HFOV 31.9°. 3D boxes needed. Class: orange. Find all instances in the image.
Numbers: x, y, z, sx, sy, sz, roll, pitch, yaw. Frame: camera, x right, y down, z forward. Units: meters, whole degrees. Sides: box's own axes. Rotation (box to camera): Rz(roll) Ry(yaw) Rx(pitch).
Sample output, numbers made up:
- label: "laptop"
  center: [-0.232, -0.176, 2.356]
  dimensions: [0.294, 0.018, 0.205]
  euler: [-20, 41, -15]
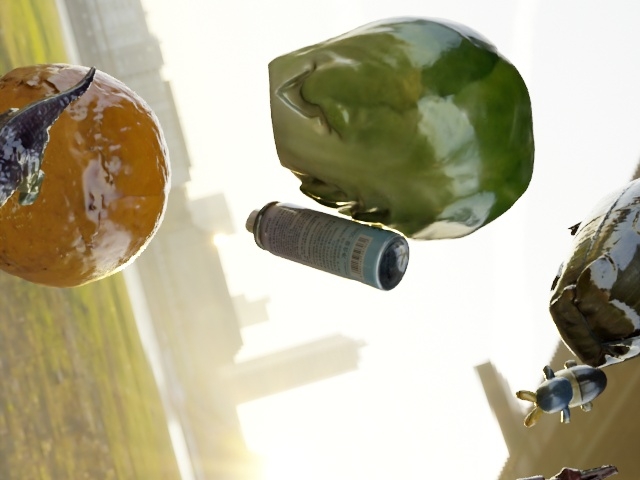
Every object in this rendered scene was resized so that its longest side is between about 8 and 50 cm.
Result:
- label: "orange"
  center: [-0.386, -0.098, 1.704]
  dimensions: [0.293, 0.340, 0.341]
  euler: [0, 73, -69]

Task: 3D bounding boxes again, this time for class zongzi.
- label: "zongzi"
  center: [0.538, -0.009, 1.574]
  dimensions: [0.208, 0.432, 0.403]
  euler: [56, 30, -3]

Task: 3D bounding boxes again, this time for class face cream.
- label: "face cream"
  center: [0.000, 0.000, 1.407]
  dimensions: [0.229, 0.075, 0.075]
  euler: [18, -48, 35]

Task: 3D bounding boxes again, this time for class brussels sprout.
- label: "brussels sprout"
  center: [0.103, -0.145, 1.425]
  dimensions: [0.289, 0.354, 0.281]
  euler: [-112, -152, -76]

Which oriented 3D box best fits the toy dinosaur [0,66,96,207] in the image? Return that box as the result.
- label: "toy dinosaur"
  center: [-0.360, -0.078, 1.263]
  dimensions: [0.294, 0.077, 0.162]
  euler: [-63, -175, -22]

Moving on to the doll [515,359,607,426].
- label: "doll"
  center: [0.405, 0.253, 1.872]
  dimensions: [0.089, 0.179, 0.102]
  euler: [138, -63, -68]

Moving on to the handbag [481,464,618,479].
- label: "handbag"
  center: [0.271, 0.388, 1.559]
  dimensions: [0.275, 0.260, 0.084]
  euler: [94, -14, -66]
